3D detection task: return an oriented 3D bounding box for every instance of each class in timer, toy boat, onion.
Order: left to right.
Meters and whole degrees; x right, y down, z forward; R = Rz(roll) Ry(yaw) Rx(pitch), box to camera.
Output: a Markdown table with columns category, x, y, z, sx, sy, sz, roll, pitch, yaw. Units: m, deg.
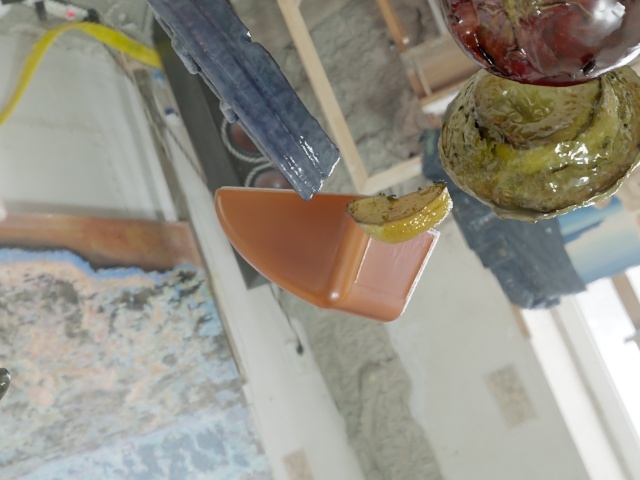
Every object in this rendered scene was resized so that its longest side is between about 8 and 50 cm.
| category | x | y | z | sx | sy | sz | roll | pitch | yaw |
| --- | --- | --- | --- | --- | --- | --- | --- | --- | --- |
| toy boat | -0.084 | -0.169 | 0.927 | 0.078 | 0.283 | 0.127 | -39 | 180 | -4 |
| timer | 0.000 | 0.000 | 1.212 | 0.250 | 0.161 | 0.257 | 23 | -178 | 32 |
| onion | 0.277 | -0.319 | 1.000 | 0.276 | 0.276 | 0.276 | -20 | 167 | -5 |

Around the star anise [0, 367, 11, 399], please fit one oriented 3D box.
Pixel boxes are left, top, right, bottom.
| category | x | y | z | sx | sy | sz | roll | pitch | yaw |
| --- | --- | --- | --- | --- | --- | --- | --- | --- | --- |
| star anise | -0.241 | 0.127 | 0.336 | 0.236 | 0.109 | 0.223 | -58 | 144 | -16 |

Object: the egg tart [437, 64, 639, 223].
| category | x | y | z | sx | sy | sz | roll | pitch | yaw |
| --- | --- | --- | --- | --- | --- | --- | --- | --- | --- |
| egg tart | 0.340 | -0.192 | 1.273 | 0.341 | 0.341 | 0.129 | -22 | 147 | 3 |

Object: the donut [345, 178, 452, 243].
| category | x | y | z | sx | sy | sz | roll | pitch | yaw |
| --- | --- | --- | --- | --- | --- | --- | --- | --- | --- |
| donut | 0.072 | -0.025 | 0.722 | 0.083 | 0.037 | 0.067 | -30 | -151 | -2 |
